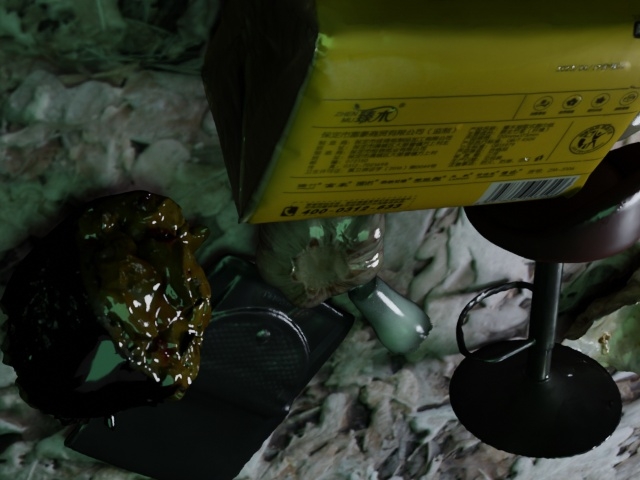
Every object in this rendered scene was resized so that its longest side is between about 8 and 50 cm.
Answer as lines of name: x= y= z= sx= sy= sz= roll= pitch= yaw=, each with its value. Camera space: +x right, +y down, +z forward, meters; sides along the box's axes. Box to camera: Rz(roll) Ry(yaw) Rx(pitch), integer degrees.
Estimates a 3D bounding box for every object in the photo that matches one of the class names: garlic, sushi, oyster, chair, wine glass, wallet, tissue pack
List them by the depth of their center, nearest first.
tissue pack: x=0.106 y=-0.179 z=1.189 sx=0.381 sy=0.228 sz=0.293 roll=-6 pitch=150 yaw=-23
sushi: x=-0.209 y=0.073 z=1.294 sx=0.204 sy=0.213 sz=0.200 roll=-28 pitch=156 yaw=14
garlic: x=0.000 y=0.000 z=1.388 sx=0.147 sy=0.102 sz=0.159 roll=21 pitch=124 yaw=-21
chair: x=0.276 y=0.047 z=1.479 sx=0.226 sy=0.226 sz=0.401 roll=-14 pitch=129 yaw=-17
wine glass: x=0.070 y=0.074 z=1.499 sx=0.072 sy=0.072 sz=0.155 roll=-39 pitch=131 yaw=6
wallet: x=-0.124 y=0.173 z=1.502 sx=0.247 sy=0.041 sz=0.323 roll=29 pitch=110 yaw=-37
oyster: x=0.443 y=0.094 z=1.694 sx=0.232 sy=0.107 sz=0.161 roll=-36 pitch=140 yaw=28

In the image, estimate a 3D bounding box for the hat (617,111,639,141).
hat: x=0.318 y=-0.161 z=1.414 sx=0.175 sy=0.085 sz=0.147 roll=5 pitch=127 yaw=-53
